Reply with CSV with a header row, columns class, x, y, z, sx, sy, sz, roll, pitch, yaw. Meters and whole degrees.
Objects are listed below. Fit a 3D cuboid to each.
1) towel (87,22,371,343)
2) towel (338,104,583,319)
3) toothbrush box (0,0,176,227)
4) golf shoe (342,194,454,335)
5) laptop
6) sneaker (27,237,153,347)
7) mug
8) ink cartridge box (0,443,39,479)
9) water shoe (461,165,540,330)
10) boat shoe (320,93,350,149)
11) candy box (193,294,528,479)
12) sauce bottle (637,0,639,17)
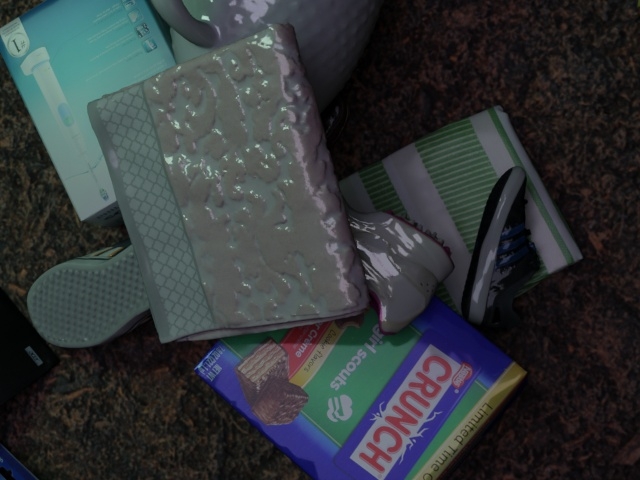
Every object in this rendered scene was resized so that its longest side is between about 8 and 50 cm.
class,x,y,z,sx,sy,sz,roll,pitch,yaw
towel,-0.113,-0.051,1.545,0.317,0.053,0.331,-14,94,36
towel,0.143,-0.003,1.720,0.325,0.038,0.247,-29,79,12
toothbrush box,-0.272,-0.196,1.791,0.216,0.126,0.295,-30,79,11
golf shoe,0.000,0.000,1.563,0.306,0.115,0.140,28,84,15
laptop,-0.543,0.185,1.893,0.234,0.136,0.264,48,124,13
sneaker,-0.251,0.058,1.780,0.321,0.127,0.126,-19,92,36
mug,-0.081,-0.333,1.628,0.276,0.374,0.328,13,89,35
ink cartridge box,-0.500,0.440,1.802,0.165,0.065,0.332,25,91,48
water shoe,0.235,0.011,1.648,0.080,0.073,0.203,16,94,-5
boat shoe,-0.048,-0.122,1.758,0.207,0.073,0.073,-42,78,7
candy box,0.051,0.168,1.635,0.317,0.122,0.268,40,88,13
sauce bottle,0.422,-0.342,1.668,0.042,0.042,0.128,3,88,15
